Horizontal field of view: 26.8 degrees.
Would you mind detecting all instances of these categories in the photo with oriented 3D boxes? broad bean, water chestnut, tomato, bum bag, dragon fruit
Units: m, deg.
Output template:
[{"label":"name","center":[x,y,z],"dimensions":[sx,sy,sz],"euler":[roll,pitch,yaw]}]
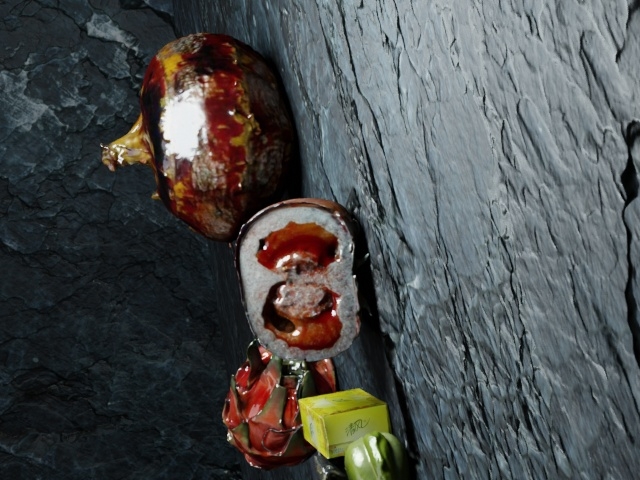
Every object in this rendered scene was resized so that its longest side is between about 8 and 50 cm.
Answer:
[{"label":"broad bean","center":[0.086,0.328,1.730],"dimensions":[0.124,0.082,0.174],"euler":[-149,40,-79]},{"label":"water chestnut","center":[-0.202,-0.158,2.158],"dimensions":[0.350,0.302,0.350],"euler":[174,90,-80]},{"label":"tomato","center":[-0.016,0.046,1.820],"dimensions":[0.155,0.180,0.214],"euler":[-45,-46,-81]},{"label":"bum bag","center":[0.055,0.393,1.828],"dimensions":[0.248,0.069,0.102],"euler":[65,176,-10]},{"label":"dragon fruit","center":[-0.061,0.253,2.128],"dimensions":[0.193,0.192,0.274],"euler":[52,150,21]}]

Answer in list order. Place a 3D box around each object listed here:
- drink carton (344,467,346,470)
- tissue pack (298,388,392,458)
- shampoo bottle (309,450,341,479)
[{"label":"drink carton","center":[0.038,0.391,2.013],"dimensions":[0.200,0.084,0.074],"euler":[103,165,-67]},{"label":"tissue pack","center":[0.033,0.251,1.864],"dimensions":[0.176,0.095,0.062],"euler":[180,81,-80]},{"label":"shampoo bottle","center":[0.022,0.433,2.218],"dimensions":[0.087,0.049,0.234],"euler":[120,138,-72]}]
